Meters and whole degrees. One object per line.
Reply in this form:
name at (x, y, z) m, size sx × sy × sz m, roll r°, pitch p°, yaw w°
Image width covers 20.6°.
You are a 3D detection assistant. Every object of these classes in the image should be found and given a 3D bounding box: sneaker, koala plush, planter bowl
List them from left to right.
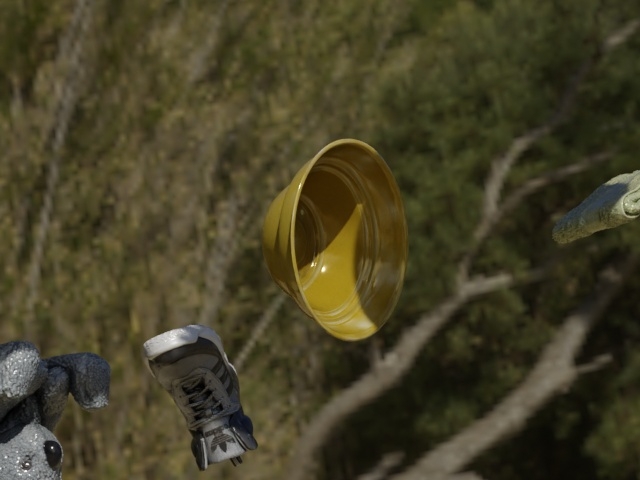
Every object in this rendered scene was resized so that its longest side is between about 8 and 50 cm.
koala plush at (-0.396, 0.267, 2.324) m, size 0.203 × 0.221 × 0.196 m, roll -19°, pitch -21°, yaw 34°
sneaker at (-0.152, 0.216, 2.353) m, size 0.101 × 0.153 × 0.268 m, roll -23°, pitch -25°, yaw 4°
planter bowl at (0.000, 0.000, 1.909) m, size 0.090 × 0.217 × 0.217 m, roll -1°, pitch -7°, yaw 36°

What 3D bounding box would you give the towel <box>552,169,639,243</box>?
towel at (0.304, -0.044, 1.778) m, size 0.110 × 0.027 × 0.148 m, roll -22°, pitch 9°, yaw 45°
